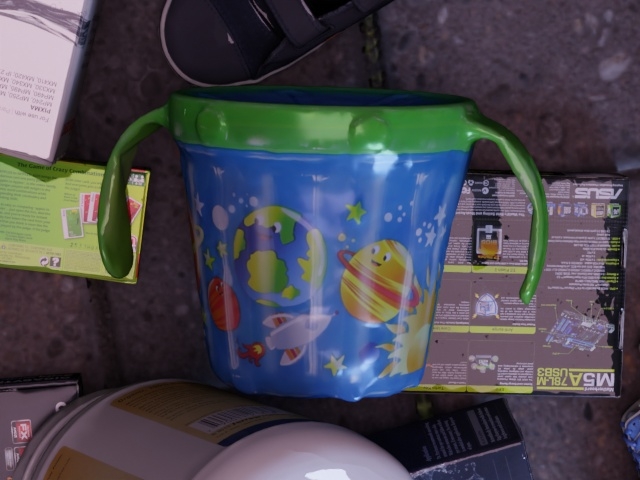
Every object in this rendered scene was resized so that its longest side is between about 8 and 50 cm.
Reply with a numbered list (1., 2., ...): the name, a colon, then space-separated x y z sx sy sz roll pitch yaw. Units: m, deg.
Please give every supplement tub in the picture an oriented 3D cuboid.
1. supplement tub: -0.084 0.225 1.454 0.228 0.316 0.228 -3 97 -30

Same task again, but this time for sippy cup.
1. sippy cup: 0.000 0.000 1.493 0.240 0.305 0.224 -6 101 -41

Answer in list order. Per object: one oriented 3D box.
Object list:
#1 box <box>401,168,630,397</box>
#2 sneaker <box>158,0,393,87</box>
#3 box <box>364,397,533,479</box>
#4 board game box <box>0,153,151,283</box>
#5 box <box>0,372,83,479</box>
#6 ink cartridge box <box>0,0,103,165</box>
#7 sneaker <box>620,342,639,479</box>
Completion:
1. box: 0.154 0.035 1.610 0.191 0.045 0.184 1 98 -4
2. sneaker: 0.011 -0.228 1.534 0.321 0.127 0.126 -34 98 2
3. box: 0.098 0.231 1.588 0.158 0.093 0.156 -16 109 0
4. board game box: -0.231 -0.023 1.580 0.181 0.043 0.092 7 95 -5
5. box: -0.273 0.223 1.599 0.175 0.051 0.220 -4 96 -3
6. ink cartridge box: -0.217 -0.186 1.499 0.100 0.172 0.237 14 95 -4
7. sneaker: 0.283 0.176 1.622 0.081 0.080 0.211 13 85 2
